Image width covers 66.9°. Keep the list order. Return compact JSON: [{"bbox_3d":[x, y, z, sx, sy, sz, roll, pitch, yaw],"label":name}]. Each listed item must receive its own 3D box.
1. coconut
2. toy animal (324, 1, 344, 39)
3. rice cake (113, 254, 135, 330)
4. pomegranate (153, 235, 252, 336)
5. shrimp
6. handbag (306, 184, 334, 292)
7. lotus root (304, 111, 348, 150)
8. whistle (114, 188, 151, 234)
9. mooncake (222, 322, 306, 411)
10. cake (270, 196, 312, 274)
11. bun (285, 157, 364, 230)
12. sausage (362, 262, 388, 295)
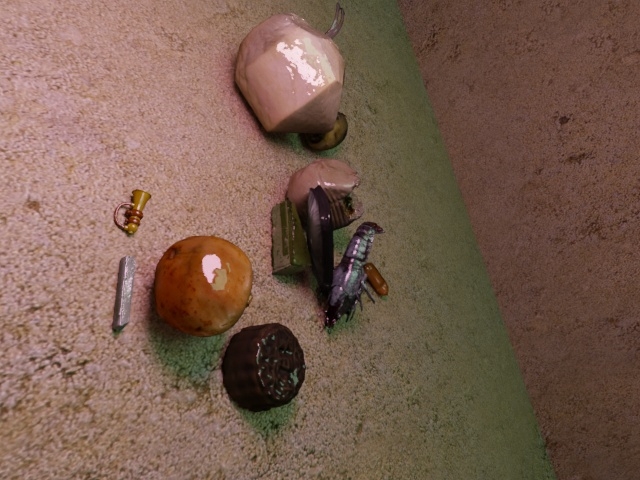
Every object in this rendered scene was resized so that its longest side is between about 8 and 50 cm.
[{"bbox_3d":[-0.079,-0.541,1.635,0.415,0.345,0.415,32,45,-39],"label":"coconut"},{"bbox_3d":[0.006,-0.757,1.901,0.225,0.284,0.301,38,27,-43],"label":"toy animal"},{"bbox_3d":[-0.427,0.112,1.056,0.029,0.033,0.170,26,52,-45],"label":"rice cake"},{"bbox_3d":[-0.265,0.104,1.123,0.248,0.248,0.248,31,48,-43],"label":"pomegranate"},{"bbox_3d":[0.100,0.123,1.642,0.166,0.222,0.410,22,85,-60],"label":"shrimp"},{"bbox_3d":[0.000,0.002,1.513,0.191,0.075,0.332,-108,-166,-47],"label":"handbag"},{"bbox_3d":[0.038,-0.440,1.921,0.154,0.154,0.278,61,32,-12],"label":"lotus root"},{"bbox_3d":[-0.440,-0.070,1.135,0.057,0.046,0.109,51,40,-49],"label":"whistle"},{"bbox_3d":[-0.136,0.329,1.269,0.228,0.124,0.228,32,48,-44],"label":"mooncake"},{"bbox_3d":[-0.096,-0.008,1.533,0.099,0.100,0.235,23,54,-49],"label":"cake"},{"bbox_3d":[0.009,-0.166,1.648,0.282,0.282,0.204,37,36,-39],"label":"bun"},{"bbox_3d":[0.219,0.152,1.934,0.062,0.054,0.183,-49,120,-18],"label":"sausage"}]
